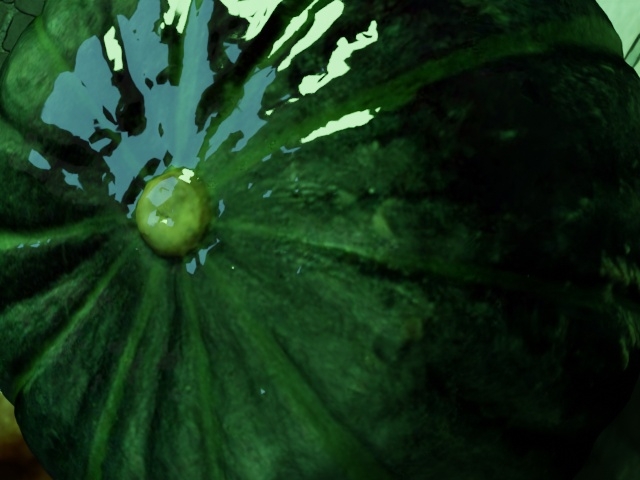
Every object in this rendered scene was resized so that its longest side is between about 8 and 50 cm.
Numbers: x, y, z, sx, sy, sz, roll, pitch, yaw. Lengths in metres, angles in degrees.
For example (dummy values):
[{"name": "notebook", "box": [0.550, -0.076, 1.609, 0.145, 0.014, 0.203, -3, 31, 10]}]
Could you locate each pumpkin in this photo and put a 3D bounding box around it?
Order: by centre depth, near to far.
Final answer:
[{"name": "pumpkin", "box": [0.000, 0.000, 0.516, 0.216, 0.249, 0.250, 51, -124, -69]}]

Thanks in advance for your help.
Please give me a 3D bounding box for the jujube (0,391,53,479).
[{"name": "jujube", "box": [-0.147, 0.100, 0.893, 0.190, 0.190, 0.255, -58, 4, 26]}]
